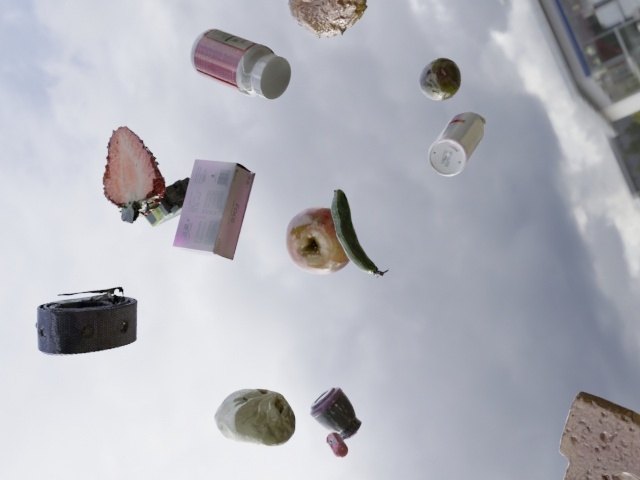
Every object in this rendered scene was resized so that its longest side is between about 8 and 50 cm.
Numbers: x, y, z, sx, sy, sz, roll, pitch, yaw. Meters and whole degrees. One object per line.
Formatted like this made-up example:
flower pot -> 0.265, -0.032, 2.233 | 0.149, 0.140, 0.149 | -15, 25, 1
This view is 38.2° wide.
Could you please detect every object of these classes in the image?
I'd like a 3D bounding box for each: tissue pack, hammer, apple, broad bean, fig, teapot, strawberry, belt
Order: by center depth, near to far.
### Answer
belt -> -0.497, 0.169, 1.981 | 0.231, 0.140, 0.126 | -6, -78, -47
broad bean -> 0.074, -0.010, 2.119 | 0.226, 0.069, 0.039 | 60, 174, 3
hammer -> 0.039, 0.490, 2.219 | 0.043, 0.043, 0.083 | 57, 176, -23
tissue pack -> -0.281, -0.083, 2.428 | 0.092, 0.149, 0.246 | 26, -104, -57
strawberry -> -0.498, -0.170, 2.520 | 0.106, 0.188, 0.286 | 23, -128, -59
teapot -> 0.045, 0.501, 2.637 | 0.146, 0.116, 0.148 | 49, 160, -1
apple -> 0.000, 0.000, 2.641 | 0.209, 0.210, 0.164 | 66, -156, 1
fig -> 0.356, -0.459, 2.712 | 0.236, 0.124, 0.124 | 14, -125, -78

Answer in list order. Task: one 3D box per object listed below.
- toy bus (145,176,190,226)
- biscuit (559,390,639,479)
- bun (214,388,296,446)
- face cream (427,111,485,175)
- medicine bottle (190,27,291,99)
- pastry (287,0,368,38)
toy bus -> -0.426, -0.111, 2.640 | 0.088, 0.101, 0.175 | 53, -146, 3
biscuit -> 0.491, 0.374, 1.475 | 0.043, 0.278, 0.301 | -23, -92, -48
bun -> -0.167, 0.468, 2.499 | 0.231, 0.231, 0.133 | -11, -67, -68
face cream -> 0.352, -0.256, 2.339 | 0.101, 0.102, 0.345 | 62, -156, -10
medicine bottle -> -0.196, -0.431, 2.264 | 0.131, 0.250, 0.131 | -30, -47, -38
pastry -> 0.018, -0.650, 2.533 | 0.229, 0.219, 0.100 | 109, 165, -49
